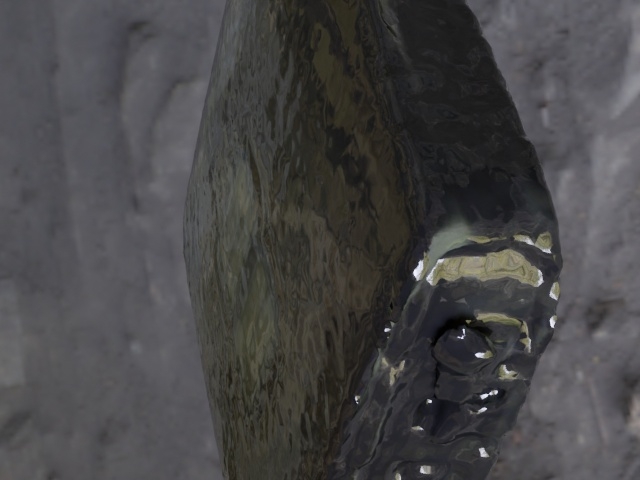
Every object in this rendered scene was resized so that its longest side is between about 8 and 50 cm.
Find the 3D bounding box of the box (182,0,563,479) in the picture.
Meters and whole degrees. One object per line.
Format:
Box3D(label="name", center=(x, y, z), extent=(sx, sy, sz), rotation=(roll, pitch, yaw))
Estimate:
Box3D(label="box", center=(0.000, 0.000, 0.776), extent=(0.359, 0.091, 0.350), rotation=(109, 155, -43))
